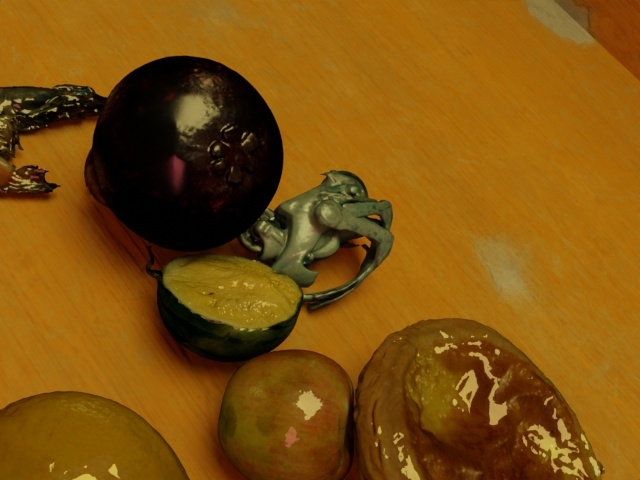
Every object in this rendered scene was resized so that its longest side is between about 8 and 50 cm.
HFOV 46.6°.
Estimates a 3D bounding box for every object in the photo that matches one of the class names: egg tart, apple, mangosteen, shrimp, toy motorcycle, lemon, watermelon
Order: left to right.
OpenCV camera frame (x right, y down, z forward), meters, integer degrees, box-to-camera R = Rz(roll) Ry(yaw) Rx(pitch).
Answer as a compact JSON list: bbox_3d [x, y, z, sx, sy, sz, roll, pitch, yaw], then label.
[{"bbox_3d":[-0.457,-0.170,1.199,0.290,0.054,0.222,-21,65,-36],"label":"shrimp"},{"bbox_3d":[-0.263,0.289,0.807,0.236,0.236,0.263,-16,69,-38],"label":"lemon"},{"bbox_3d":[-0.202,-0.125,1.139,0.297,0.313,0.297,2,81,-15],"label":"mangosteen"},{"bbox_3d":[-0.145,0.105,1.092,0.232,0.127,0.204,7,26,-16],"label":"watermelon"},{"bbox_3d":[-0.043,0.242,0.997,0.196,0.196,0.196,15,48,-18],"label":"apple"},{"bbox_3d":[0.000,0.000,1.264,0.260,0.154,0.206,-27,90,-25],"label":"toy motorcycle"},{"bbox_3d":[0.213,0.330,1.067,0.443,0.178,0.443,21,47,-24],"label":"egg tart"}]
